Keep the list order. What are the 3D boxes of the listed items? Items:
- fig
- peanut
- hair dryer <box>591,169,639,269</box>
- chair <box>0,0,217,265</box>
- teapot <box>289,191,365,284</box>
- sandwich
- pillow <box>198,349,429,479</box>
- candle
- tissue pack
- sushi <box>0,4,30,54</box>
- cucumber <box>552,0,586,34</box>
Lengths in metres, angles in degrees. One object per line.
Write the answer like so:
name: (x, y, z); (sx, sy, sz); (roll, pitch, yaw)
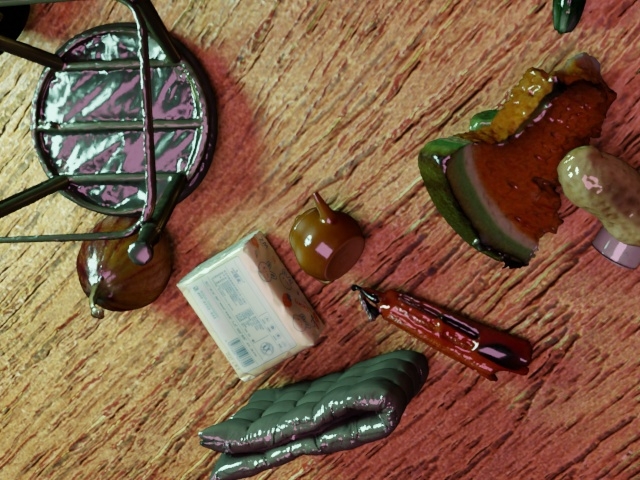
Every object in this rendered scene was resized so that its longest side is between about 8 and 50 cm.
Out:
fig: (-0.326, 0.051, 1.671); (0.148, 0.202, 0.149); (33, 149, 17)
peanut: (0.404, -0.052, 1.386); (0.214, 0.099, 0.099); (32, 114, -18)
hair dryer: (0.519, 0.007, 1.477); (0.236, 0.073, 0.131); (28, 111, 2)
chair: (-0.345, -0.162, 1.445); (0.365, 0.410, 0.361); (-2, 95, 11)
teapot: (0.000, 0.000, 1.601); (0.116, 0.116, 0.173); (17, 138, 9)
sandwich: (0.274, -0.137, 1.455); (0.301, 0.162, 0.250); (-46, 129, 6)
pillow: (-0.004, 0.265, 1.615); (0.326, 0.228, 0.101); (-17, 97, 21)
candle: (0.184, 0.133, 1.614); (0.302, 0.059, 0.084); (26, 100, 3)
tissue pack: (-0.109, 0.102, 1.664); (0.148, 0.092, 0.196); (-30, 99, 22)
sushi: (-0.551, -0.356, 1.558); (0.212, 0.227, 0.215); (29, 113, 5)
cucumber: (0.340, -0.331, 1.424); (0.048, 0.048, 0.105); (10, 113, 12)
